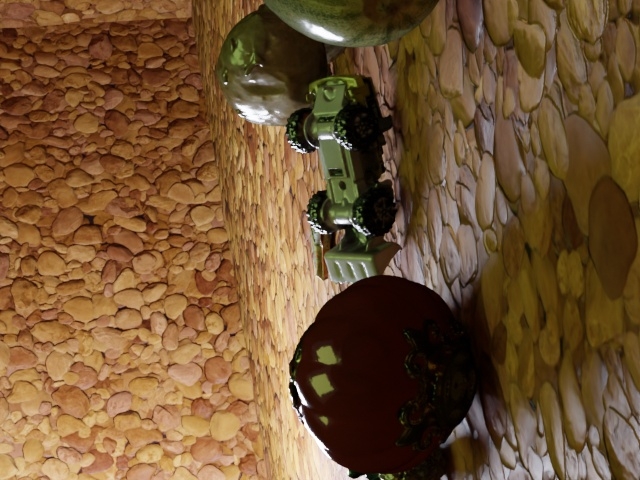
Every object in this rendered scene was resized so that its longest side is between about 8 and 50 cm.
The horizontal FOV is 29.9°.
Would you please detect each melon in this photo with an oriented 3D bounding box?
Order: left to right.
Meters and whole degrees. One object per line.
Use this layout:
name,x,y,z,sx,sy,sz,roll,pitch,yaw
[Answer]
melon,0.020,-0.343,1.276,0.329,0.249,0.248,-110,18,-44

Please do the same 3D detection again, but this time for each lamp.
lamp,0.065,0.150,1.353,0.227,0.227,0.226,175,90,-80

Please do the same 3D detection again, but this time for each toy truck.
toy truck,0.047,-0.084,1.627,0.136,0.111,0.285,3,107,49

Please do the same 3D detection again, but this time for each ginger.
ginger,-0.044,-0.303,1.736,0.244,0.155,0.304,73,-151,-56

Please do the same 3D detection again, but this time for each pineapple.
pineapple,0.100,0.292,1.549,0.221,0.103,0.083,128,135,-74

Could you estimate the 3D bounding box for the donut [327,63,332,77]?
donut,-0.002,-0.215,1.941,0.117,0.065,0.166,101,162,-53

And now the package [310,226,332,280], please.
package,0.000,0.001,2.138,0.120,0.031,0.108,-104,13,-63
